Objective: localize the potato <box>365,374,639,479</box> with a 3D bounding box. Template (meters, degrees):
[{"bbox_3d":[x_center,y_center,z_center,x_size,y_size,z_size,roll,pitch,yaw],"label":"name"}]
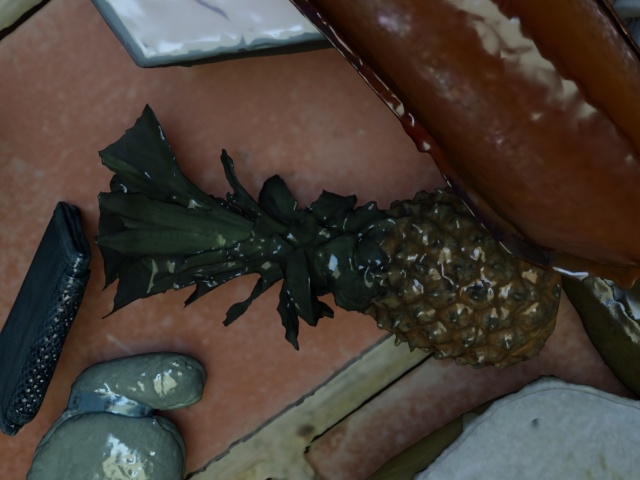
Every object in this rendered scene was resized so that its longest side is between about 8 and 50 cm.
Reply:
[{"bbox_3d":[0.123,0.227,0.560,0.299,0.196,0.246,-18,78,-22],"label":"potato"}]

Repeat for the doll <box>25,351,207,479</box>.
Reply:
[{"bbox_3d":[-0.145,0.166,0.587,0.103,0.071,0.214,23,99,-8],"label":"doll"}]

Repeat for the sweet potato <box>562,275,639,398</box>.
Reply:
[{"bbox_3d":[0.259,0.073,0.578,0.285,0.085,0.112,30,67,3],"label":"sweet potato"}]

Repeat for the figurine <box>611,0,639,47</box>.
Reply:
[{"bbox_3d":[0.256,-0.091,0.494,0.236,0.162,0.141,24,98,-25],"label":"figurine"}]

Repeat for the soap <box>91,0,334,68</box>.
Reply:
[{"bbox_3d":[0.068,-0.258,0.447,0.446,0.156,0.261,-33,102,6],"label":"soap"}]

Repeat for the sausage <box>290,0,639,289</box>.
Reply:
[{"bbox_3d":[0.046,-0.111,0.357,0.102,0.102,0.330,-41,104,8],"label":"sausage"}]

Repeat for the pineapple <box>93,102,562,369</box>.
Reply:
[{"bbox_3d":[0.000,0.000,0.529,0.277,0.119,0.130,8,90,-7],"label":"pineapple"}]

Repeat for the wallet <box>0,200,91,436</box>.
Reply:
[{"bbox_3d":[-0.174,0.048,0.553,0.026,0.088,0.129,18,107,-30],"label":"wallet"}]
